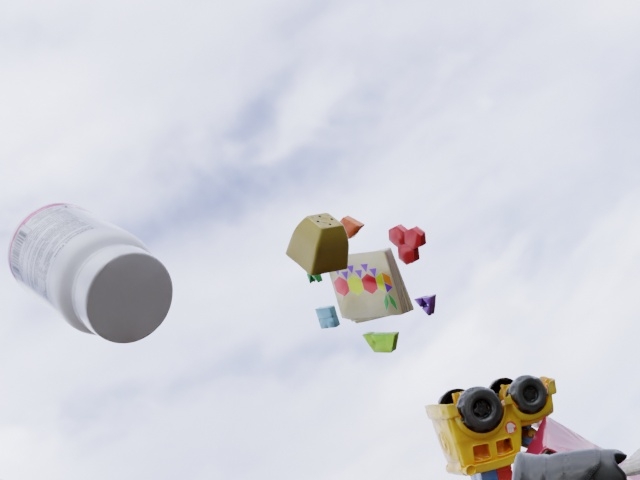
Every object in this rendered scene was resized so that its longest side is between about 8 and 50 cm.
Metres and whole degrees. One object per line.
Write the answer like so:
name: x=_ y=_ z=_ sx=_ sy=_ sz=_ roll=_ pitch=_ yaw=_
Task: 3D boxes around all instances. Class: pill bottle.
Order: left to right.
pill bottle: x=-0.341 y=0.048 z=1.645 sx=0.160 sy=0.283 sz=0.160 roll=-11 pitch=-70 yaw=-32

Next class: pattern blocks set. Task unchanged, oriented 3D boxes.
pattern blocks set: x=0.097 y=0.088 z=2.221 sx=0.026 sy=0.325 sz=0.285 roll=-24 pitch=-70 yaw=-44

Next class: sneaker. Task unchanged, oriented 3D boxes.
sneaker: x=0.295 y=0.320 z=1.118 sx=0.130 sy=0.109 sz=0.286 roll=-18 pitch=-58 yaw=23

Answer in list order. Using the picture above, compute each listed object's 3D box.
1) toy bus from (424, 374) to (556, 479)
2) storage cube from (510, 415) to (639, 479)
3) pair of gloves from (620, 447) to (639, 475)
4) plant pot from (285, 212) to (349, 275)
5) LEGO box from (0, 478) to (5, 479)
toy bus: x=0.319 y=0.352 z=1.963 sx=0.220 sy=0.211 sz=0.149 roll=-12 pitch=-8 yaw=-15
storage cube: x=0.383 y=0.414 z=1.715 sx=0.215 sy=0.184 sz=0.193 roll=-65 pitch=-8 yaw=11
pair of gloves: x=0.395 y=0.279 z=1.275 sx=0.240 sy=0.042 sz=0.204 roll=-34 pitch=-5 yaw=-36
plant pot: x=0.000 y=0.000 z=1.904 sx=0.081 sy=0.081 sz=0.083 roll=-10 pitch=-57 yaw=-37
LEGO box: x=-0.542 y=0.602 z=1.768 sx=0.193 sy=0.500 sz=0.372 roll=21 pitch=-99 yaw=-22
